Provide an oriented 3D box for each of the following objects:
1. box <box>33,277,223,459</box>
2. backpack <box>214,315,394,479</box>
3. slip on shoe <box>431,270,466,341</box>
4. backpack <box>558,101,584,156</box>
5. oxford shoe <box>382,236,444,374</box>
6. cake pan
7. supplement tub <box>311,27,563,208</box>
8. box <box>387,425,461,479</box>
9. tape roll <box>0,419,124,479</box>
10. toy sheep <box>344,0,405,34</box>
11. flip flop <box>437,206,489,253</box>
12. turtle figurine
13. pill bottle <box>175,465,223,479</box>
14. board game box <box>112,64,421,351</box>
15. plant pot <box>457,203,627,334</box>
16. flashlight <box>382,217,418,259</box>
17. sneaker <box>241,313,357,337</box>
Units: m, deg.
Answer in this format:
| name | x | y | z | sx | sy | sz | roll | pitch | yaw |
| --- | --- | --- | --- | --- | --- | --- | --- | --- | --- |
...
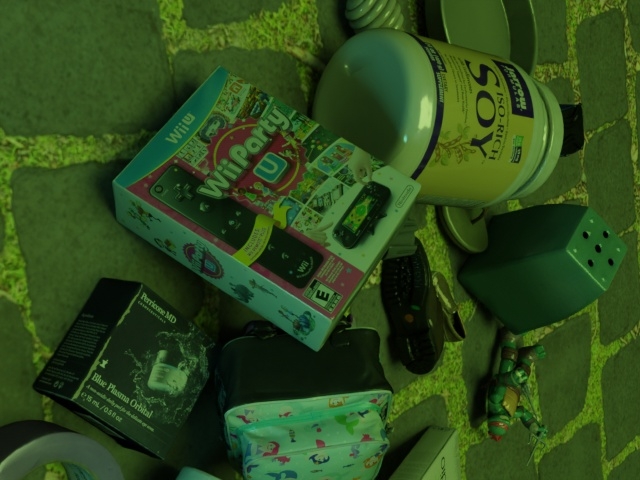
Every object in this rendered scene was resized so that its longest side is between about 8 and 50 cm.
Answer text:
| name | x | y | z | sx | sy | sz | roll | pitch | yaw |
| --- | --- | --- | --- | --- | --- | --- | --- | --- | --- |
| box | -0.226 | 0.153 | 1.055 | 0.156 | 0.093 | 0.158 | 45 | 61 | -36 |
| backpack | -0.021 | 0.233 | 1.132 | 0.225 | 0.254 | 0.191 | -5 | 61 | -9 |
| slip on shoe | 0.220 | 0.116 | 1.521 | 0.051 | 0.041 | 0.136 | -28 | 111 | -40 |
| backpack | 0.433 | -0.202 | 1.670 | 0.120 | 0.101 | 0.098 | -22 | 106 | -37 |
| oxford shoe | 0.157 | 0.098 | 1.447 | 0.096 | 0.082 | 0.227 | -25 | 111 | -61 |
| cake pan | 0.279 | -0.378 | 1.524 | 0.293 | 0.054 | 0.294 | 7 | 80 | -44 |
| supplement tub | 0.179 | -0.171 | 1.309 | 0.331 | 0.241 | 0.241 | 3 | 90 | -38 |
| box | 0.163 | 0.462 | 1.394 | 0.322 | 0.058 | 0.233 | -23 | 109 | -64 |
| tape roll | -0.318 | 0.302 | 0.981 | 0.189 | 0.080 | 0.189 | -4 | 96 | -44 |
| toy sheep | 0.080 | -0.348 | 1.334 | 0.132 | 0.091 | 0.091 | 36 | 67 | -25 |
| flip flop | 0.265 | -0.114 | 1.525 | 0.112 | 0.080 | 0.277 | -4 | 94 | -44 |
| turtle figurine | 0.355 | 0.280 | 1.611 | 0.175 | 0.118 | 0.234 | 62 | 36 | -45 |
| pill bottle | -0.182 | 0.488 | 1.020 | 0.229 | 0.229 | 0.408 | 45 | 62 | -36 |
| board game box | -0.065 | -0.045 | 1.075 | 0.224 | 0.303 | 0.097 | -54 | 170 | -28 |
| plant pot | 0.400 | 0.038 | 1.528 | 0.165 | 0.234 | 0.166 | 44 | 60 | -13 |
| flashlight | 0.000 | 0.000 | 1.222 | 0.303 | 0.103 | 0.103 | -2 | 93 | -32 |
| sneaker | -0.023 | 0.132 | 1.259 | 0.236 | 0.095 | 0.105 | 20 | 72 | -48 |
